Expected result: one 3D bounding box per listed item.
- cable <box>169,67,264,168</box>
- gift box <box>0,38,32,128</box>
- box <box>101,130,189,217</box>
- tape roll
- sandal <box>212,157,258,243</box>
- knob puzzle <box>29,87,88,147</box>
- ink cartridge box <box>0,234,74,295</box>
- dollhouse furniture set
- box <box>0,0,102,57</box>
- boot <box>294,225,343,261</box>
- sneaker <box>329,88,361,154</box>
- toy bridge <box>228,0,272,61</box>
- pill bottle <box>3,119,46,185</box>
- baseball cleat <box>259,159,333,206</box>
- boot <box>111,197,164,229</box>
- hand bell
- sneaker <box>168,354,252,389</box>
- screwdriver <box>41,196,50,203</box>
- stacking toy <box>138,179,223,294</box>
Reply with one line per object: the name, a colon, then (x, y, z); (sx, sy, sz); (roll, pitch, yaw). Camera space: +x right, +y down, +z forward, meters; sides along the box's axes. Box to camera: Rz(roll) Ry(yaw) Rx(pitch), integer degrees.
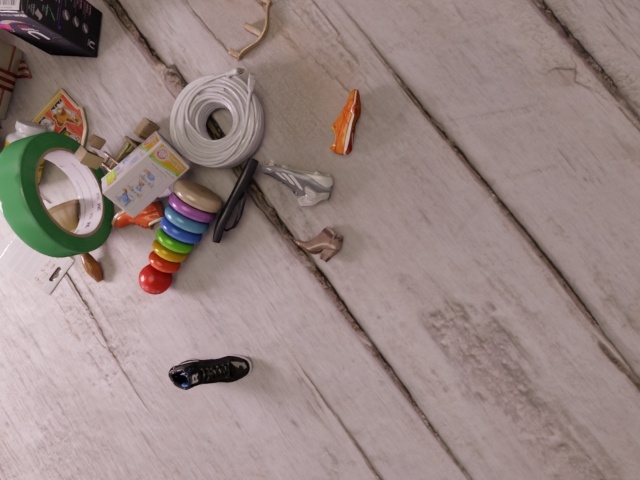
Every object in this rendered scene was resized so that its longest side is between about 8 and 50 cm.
cable: (-0.282, -0.325, 1.191); (0.256, 0.089, 0.257); (-3, 90, 11)
gift box: (-1.021, -0.484, 1.240); (0.276, 0.258, 0.255); (21, 92, -11)
box: (-0.466, -0.179, 1.161); (0.203, 0.114, 0.103); (-42, 127, -2)
tape roll: (-0.679, -0.118, 1.141); (0.077, 0.321, 0.322); (-12, 88, 10)
sandal: (-0.224, -0.100, 1.184); (0.054, 0.097, 0.255); (27, 96, -18)
knob puzzle: (-0.782, -0.333, 1.306); (0.213, 0.030, 0.213); (0, 90, 10)
ink cartridge box: (-0.856, 0.056, 1.325); (0.179, 0.045, 0.145); (38, 96, -11)
dollhouse furniture set: (-0.534, -0.254, 1.186); (0.101, 0.161, 0.182); (41, 98, 22)
box: (-0.756, -0.620, 1.178); (0.165, 0.270, 0.144); (8, 91, 10)
boot: (0.000, 0.000, 1.170); (0.118, 0.042, 0.087); (29, 89, 7)
sneaker: (0.064, -0.315, 1.145); (0.067, 0.064, 0.175); (16, 90, 19)
toy bridge: (-0.184, -0.579, 1.204); (0.063, 0.026, 0.188); (31, 95, 7)
pill bottle: (-0.863, -0.250, 1.270); (0.103, 0.103, 0.184); (25, 104, 9)
baseball cleat: (-0.071, -0.148, 1.164); (0.205, 0.072, 0.110); (12, 99, 13)
boot: (-0.523, -0.059, 1.250); (0.157, 0.059, 0.085); (-24, 91, 8)
hand bell: (-0.704, 0.014, 1.273); (0.126, 0.126, 0.242); (-26, 99, 9)
sneaker: (-0.303, 0.365, 1.178); (0.216, 0.121, 0.079); (-7, 90, 10)
screwdriver: (-0.892, -0.163, 1.334); (0.169, 0.024, 0.025); (30, 66, 2)
stacking toy: (-0.400, 0.005, 1.203); (0.141, 0.141, 0.330); (32, 103, 8)
